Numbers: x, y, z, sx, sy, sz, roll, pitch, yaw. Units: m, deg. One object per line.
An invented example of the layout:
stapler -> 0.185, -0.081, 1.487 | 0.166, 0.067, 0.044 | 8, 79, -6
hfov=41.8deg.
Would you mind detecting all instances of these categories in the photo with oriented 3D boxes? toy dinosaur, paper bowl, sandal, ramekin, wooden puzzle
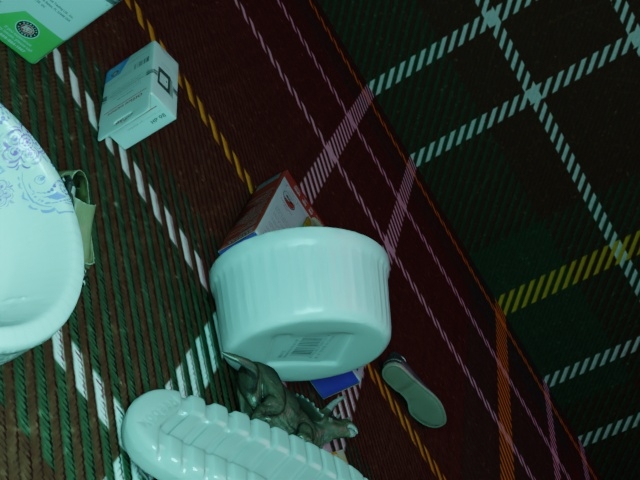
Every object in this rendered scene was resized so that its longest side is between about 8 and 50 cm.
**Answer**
toy dinosaur -> -0.072, 0.249, 1.208 | 0.313, 0.121, 0.160 | 43, 15, -32
paper bowl -> -0.359, -0.008, 0.736 | 0.284, 0.148, 0.284 | 51, 22, -30
sandal -> -0.058, 0.316, 1.022 | 0.416, 0.102, 0.169 | 32, 26, -5
ramekin -> -0.025, 0.106, 1.246 | 0.277, 0.277, 0.135 | 36, 39, -51
wooden puzzle -> 0.000, 0.000, 1.568 | 0.116, 0.014, 0.079 | 51, 27, -28

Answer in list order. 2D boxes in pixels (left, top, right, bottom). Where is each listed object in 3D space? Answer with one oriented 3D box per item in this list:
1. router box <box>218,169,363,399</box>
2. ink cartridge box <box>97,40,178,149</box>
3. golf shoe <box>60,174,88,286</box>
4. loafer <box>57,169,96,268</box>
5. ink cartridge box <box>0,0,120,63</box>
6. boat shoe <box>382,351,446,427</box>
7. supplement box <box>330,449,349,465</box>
router box -> -0.028, 0.072, 1.545 | 0.335, 0.082, 0.301 | 56, 20, -17
ink cartridge box -> -0.276, -0.211, 1.276 | 0.060, 0.104, 0.180 | 46, 26, -40
golf shoe -> -0.310, 0.012, 0.962 | 0.094, 0.077, 0.198 | 59, 24, -43
loafer -> -0.307, -0.028, 1.036 | 0.056, 0.050, 0.148 | 23, 43, -60
ink cartridge box -> -0.344, -0.394, 1.071 | 0.211, 0.289, 0.122 | 41, 29, -46
boat shoe -> 0.208, 0.322, 1.816 | 0.206, 0.075, 0.065 | 49, 26, -20
supplement box -> 0.028, 0.389, 1.336 | 0.062, 0.036, 0.099 | 14, 51, -65
